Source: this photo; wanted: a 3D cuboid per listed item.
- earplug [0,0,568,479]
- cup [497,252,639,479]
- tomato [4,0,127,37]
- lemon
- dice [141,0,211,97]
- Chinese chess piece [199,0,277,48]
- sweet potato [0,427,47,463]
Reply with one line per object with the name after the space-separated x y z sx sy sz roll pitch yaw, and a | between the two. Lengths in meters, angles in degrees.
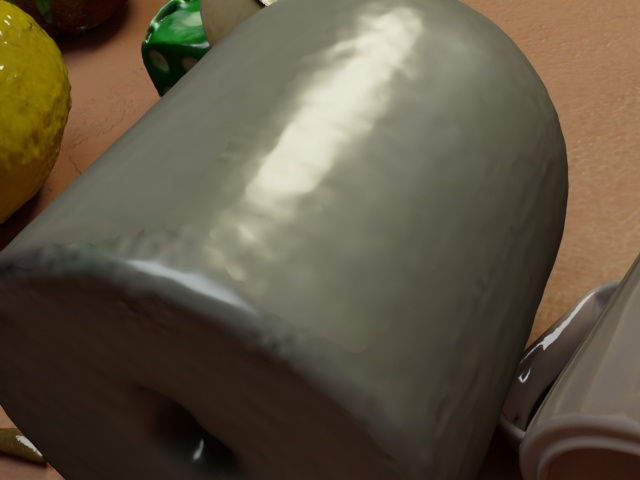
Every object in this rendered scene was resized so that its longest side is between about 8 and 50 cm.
0.000 0.000 0.660 0.312 0.313 0.394 7 45 27 | earplug
0.243 0.068 0.568 0.288 0.208 0.273 21 55 35 | cup
-0.381 -0.433 1.310 0.303 0.304 0.239 -10 37 9 | tomato
-0.406 -0.130 1.001 0.268 0.268 0.322 4 47 24 | lemon
-0.118 -0.215 1.093 0.128 0.120 0.131 16 53 32 | dice
0.008 -0.243 0.990 0.270 0.112 0.270 12 54 -18 | Chinese chess piece
-0.266 0.166 0.789 0.115 0.026 0.026 3 44 27 | sweet potato
